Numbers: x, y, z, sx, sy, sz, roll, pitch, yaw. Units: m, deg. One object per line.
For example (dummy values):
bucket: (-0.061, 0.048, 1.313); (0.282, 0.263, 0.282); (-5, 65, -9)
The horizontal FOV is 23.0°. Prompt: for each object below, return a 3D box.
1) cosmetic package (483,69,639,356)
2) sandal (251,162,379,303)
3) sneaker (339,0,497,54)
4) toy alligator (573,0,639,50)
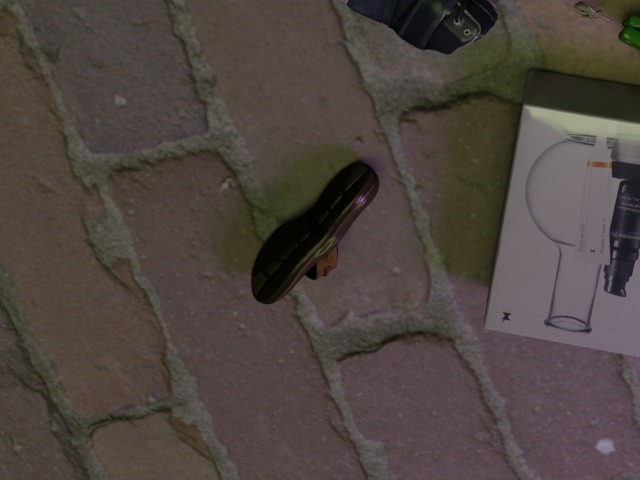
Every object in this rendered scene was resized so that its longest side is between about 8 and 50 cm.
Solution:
cosmetic package: (0.382, -0.009, 1.687); (0.377, 0.097, 0.284); (10, 123, 7)
sandal: (0.000, 0.000, 1.792); (0.060, 0.090, 0.219); (29, 116, -31)
sneaker: (0.126, -0.291, 1.577); (0.163, 0.086, 0.226); (35, 130, 4)
toy alligator: (0.349, -0.208, 1.609); (0.190, 0.056, 0.051); (32, 78, -5)
